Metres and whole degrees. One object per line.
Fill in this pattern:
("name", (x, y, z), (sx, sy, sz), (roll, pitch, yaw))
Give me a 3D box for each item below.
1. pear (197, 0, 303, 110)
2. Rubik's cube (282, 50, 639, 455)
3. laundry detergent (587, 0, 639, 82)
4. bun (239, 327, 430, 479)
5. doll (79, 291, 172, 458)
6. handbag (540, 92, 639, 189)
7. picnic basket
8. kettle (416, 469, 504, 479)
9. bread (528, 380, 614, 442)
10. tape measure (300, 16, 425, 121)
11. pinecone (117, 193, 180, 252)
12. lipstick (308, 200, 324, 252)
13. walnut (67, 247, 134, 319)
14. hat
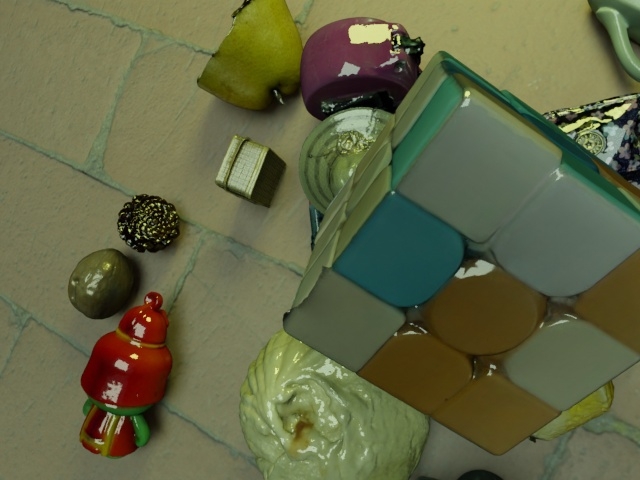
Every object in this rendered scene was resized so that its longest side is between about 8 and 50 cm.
("pear", (-0.120, -0.380, 0.995), (0.178, 0.267, 0.267), (39, 96, -13))
("Rubik's cube", (0.201, 0.000, 0.633), (0.344, 0.346, 0.347), (32, 120, -8))
("laundry detergent", (0.609, -0.366, 0.783), (0.215, 0.105, 0.280), (-24, 78, 13))
("bun", (0.013, 0.318, 0.822), (0.349, 0.227, 0.352), (3, 86, 17))
("doll", (-0.415, 0.283, 1.001), (0.183, 0.160, 0.363), (19, 89, 27))
("handbag", (0.450, -0.126, 0.790), (0.229, 0.127, 0.207), (-7, 87, 25))
("picnic basket", (-0.140, -0.139, 0.968), (0.080, 0.164, 0.115), (20, 90, 10))
("kettle", (0.230, 0.451, 0.725), (0.211, 0.243, 0.159), (4, 83, 16))
("bread", (0.361, 0.205, 0.742), (0.170, 0.197, 0.197), (-43, 72, 16))
("tape measure", (0.085, -0.306, 0.882), (0.245, 0.231, 0.149), (-6, 81, 21))
("pinecone", (-0.393, -0.037, 1.057), (0.121, 0.140, 0.140), (-29, 72, 47))
("lipstick", (0.000, 0.000, 0.960), (0.054, 0.053, 0.234), (-10, 78, 17))
("walnut", (-0.503, 0.099, 1.069), (0.140, 0.140, 0.162), (16, 103, 19))
("hat", (0.072, -0.109, 0.856), (0.252, 0.110, 0.252), (4, 119, 6))
